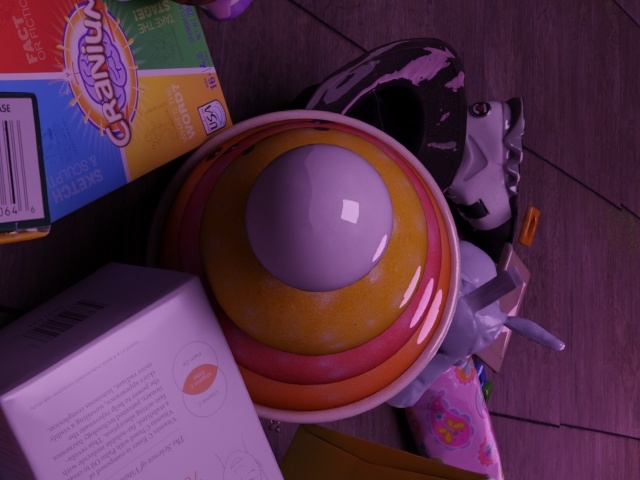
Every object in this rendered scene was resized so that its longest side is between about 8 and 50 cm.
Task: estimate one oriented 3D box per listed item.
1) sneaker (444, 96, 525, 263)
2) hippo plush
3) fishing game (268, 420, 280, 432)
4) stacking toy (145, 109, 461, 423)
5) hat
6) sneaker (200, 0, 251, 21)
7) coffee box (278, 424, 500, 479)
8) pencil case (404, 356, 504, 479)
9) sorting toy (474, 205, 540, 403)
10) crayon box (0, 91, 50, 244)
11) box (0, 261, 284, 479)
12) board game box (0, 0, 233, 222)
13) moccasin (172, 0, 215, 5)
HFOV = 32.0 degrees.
[{"bbox_3d":[0.252,-0.095,1.821,0.122,0.146,0.330,-87,173,-47],"label":"sneaker"},{"bbox_3d":[0.151,0.058,1.536,0.234,0.294,0.236,56,24,-15],"label":"hippo plush"},{"bbox_3d":[-0.091,0.083,1.342,0.264,0.041,0.189,54,44,-14],"label":"fishing game"},{"bbox_3d":[0.000,0.000,1.047,0.480,0.351,0.350,124,-34,-81],"label":"stacking toy"},{"bbox_3d":[0.040,-0.134,1.465,0.331,0.134,0.331,-24,130,-31],"label":"hat"},{"bbox_3d":[-0.094,-0.325,1.346,0.236,0.095,0.104,-86,163,-47],"label":"sneaker"},{"bbox_3d":[0.113,0.429,1.188,0.334,0.338,0.337,33,74,-29],"label":"coffee box"},{"bbox_3d":[0.193,0.285,1.662,0.124,0.124,0.284,-38,115,-51],"label":"pencil case"},{"bbox_3d":[0.282,0.107,1.803,0.347,0.047,0.196,-70,157,-11],"label":"sorting toy"},{"bbox_3d":[-0.410,-0.025,0.681,0.363,0.313,0.106,-11,97,-55],"label":"crayon box"},{"bbox_3d":[-0.176,0.224,1.054,0.215,0.168,0.345,-33,112,-33],"label":"box"},{"bbox_3d":[-0.238,-0.178,1.166,0.316,0.064,0.242,-37,115,-51],"label":"board game box"},{"bbox_3d":[-0.195,-0.426,1.173,0.147,0.139,0.380,4,70,-50],"label":"moccasin"}]
